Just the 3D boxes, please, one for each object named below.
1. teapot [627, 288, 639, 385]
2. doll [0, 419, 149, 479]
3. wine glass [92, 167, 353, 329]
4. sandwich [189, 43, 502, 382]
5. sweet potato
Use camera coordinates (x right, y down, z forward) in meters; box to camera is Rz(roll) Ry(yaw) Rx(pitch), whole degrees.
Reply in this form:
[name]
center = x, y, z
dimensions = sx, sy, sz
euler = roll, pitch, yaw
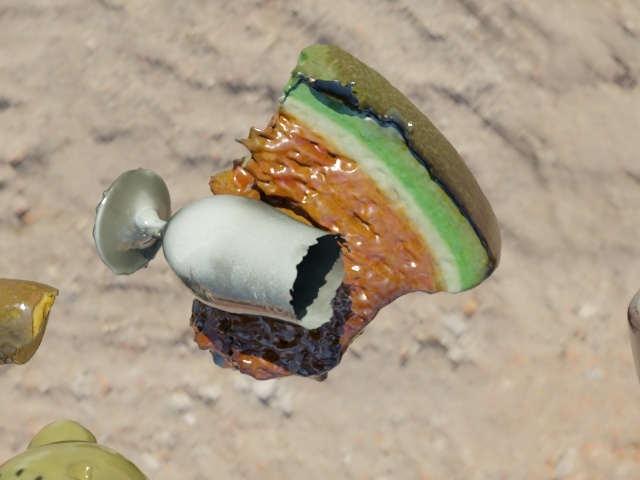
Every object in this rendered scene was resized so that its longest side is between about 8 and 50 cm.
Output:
[teapot]
center = 0.291, 0.149, 0.991
dimensions = 0.315, 0.233, 0.312
euler = -156, 51, -72
[doll]
center = -0.152, 0.252, 1.288
dimensions = 0.260, 0.177, 0.161
euler = 32, 174, 34
[wine glass]
center = -0.082, 0.010, 1.544
dimensions = 0.222, 0.103, 0.103
euler = 18, 133, 36
[sandwich]
center = 0.000, 0.000, 1.644
dimensions = 0.250, 0.162, 0.301
euler = 41, 105, -7
[sweet potato]
center = -0.298, 0.057, 1.363
dimensions = 0.243, 0.077, 0.077
euler = 1, 124, 29
